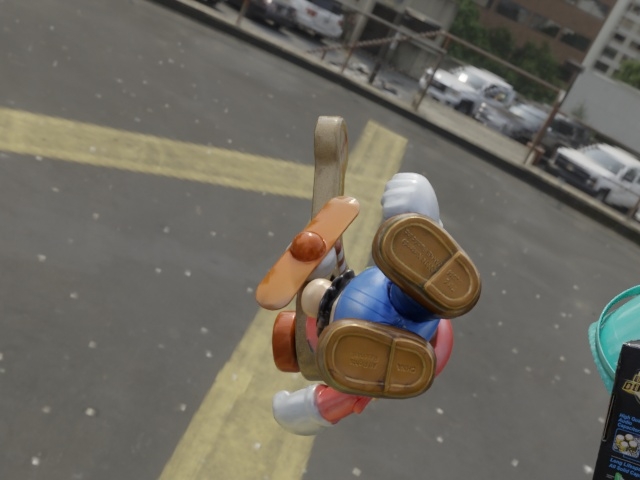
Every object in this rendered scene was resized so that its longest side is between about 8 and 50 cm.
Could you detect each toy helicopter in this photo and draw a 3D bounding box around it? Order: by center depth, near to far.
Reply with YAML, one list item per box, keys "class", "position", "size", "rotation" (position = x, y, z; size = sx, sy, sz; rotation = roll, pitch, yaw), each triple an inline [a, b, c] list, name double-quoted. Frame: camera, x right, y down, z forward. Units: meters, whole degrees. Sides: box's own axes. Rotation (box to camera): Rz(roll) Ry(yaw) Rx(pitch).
- class: "toy helicopter"
  position: [0.000, 0.000, 1.077]
  size: [0.140, 0.355, 0.235]
  rotation: [-1, -16, 15]

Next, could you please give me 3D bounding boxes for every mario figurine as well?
- class: "mario figurine"
  position: [0.027, 0.062, 0.713]
  size: [0.320, 0.198, 0.170]
  rotation: [95, -30, -80]

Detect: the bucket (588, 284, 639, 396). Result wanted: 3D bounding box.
- class: "bucket"
  position: [0.513, 0.178, 1.160]
  size: [0.281, 0.183, 0.281]
  rotation: [41, 28, -28]

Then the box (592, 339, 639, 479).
- class: "box"
  position: [0.419, 0.276, 0.829]
  size: [0.295, 0.293, 0.073]
  rotation: [13, 4, 32]
